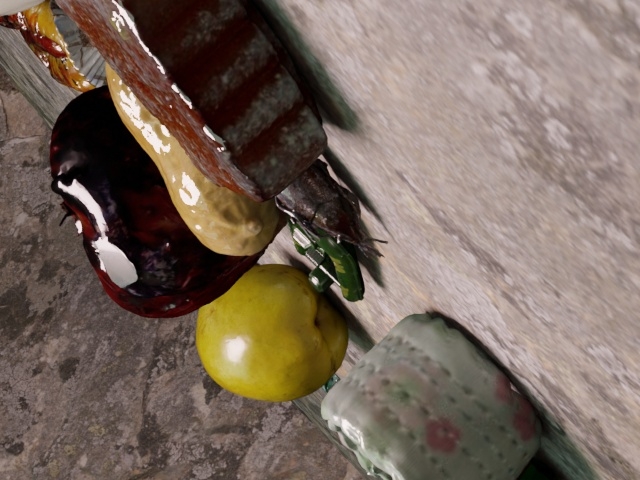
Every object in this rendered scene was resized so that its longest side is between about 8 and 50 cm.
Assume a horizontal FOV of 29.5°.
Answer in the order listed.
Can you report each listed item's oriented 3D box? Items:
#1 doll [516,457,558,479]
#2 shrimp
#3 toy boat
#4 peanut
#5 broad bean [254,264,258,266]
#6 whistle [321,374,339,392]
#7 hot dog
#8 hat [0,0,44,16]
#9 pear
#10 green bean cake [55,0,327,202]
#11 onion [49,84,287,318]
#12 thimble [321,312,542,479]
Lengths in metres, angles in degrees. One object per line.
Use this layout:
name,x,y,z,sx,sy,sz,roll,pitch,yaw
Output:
doll,0.209,0.287,1.277,0.134,0.106,0.186,32,166,18
shrimp,-0.005,-0.037,1.069,0.165,0.056,0.065,46,-175,-21
toy boat,0.000,0.000,1.215,0.104,0.052,0.210,47,171,20
peanut,-0.125,-0.102,1.184,0.117,0.101,0.263,-25,98,51
broad bean,-0.095,0.096,2.015,0.070,0.048,0.213,44,167,26
whistle,-0.037,0.209,2.236,0.186,0.039,0.039,42,169,31
hot dog,-0.365,-0.278,1.633,0.270,0.082,0.162,36,166,47
hat,-0.383,-0.347,1.181,0.258,0.168,0.301,46,170,10
pear,-0.068,0.124,1.607,0.200,0.200,0.200,46,170,10
green bean cake,-0.102,-0.147,0.952,0.232,0.097,0.198,52,168,-24
onion,-0.181,-0.053,1.348,0.281,0.221,0.281,23,134,25
thimble,0.107,0.180,1.180,0.185,0.149,0.211,44,170,9
